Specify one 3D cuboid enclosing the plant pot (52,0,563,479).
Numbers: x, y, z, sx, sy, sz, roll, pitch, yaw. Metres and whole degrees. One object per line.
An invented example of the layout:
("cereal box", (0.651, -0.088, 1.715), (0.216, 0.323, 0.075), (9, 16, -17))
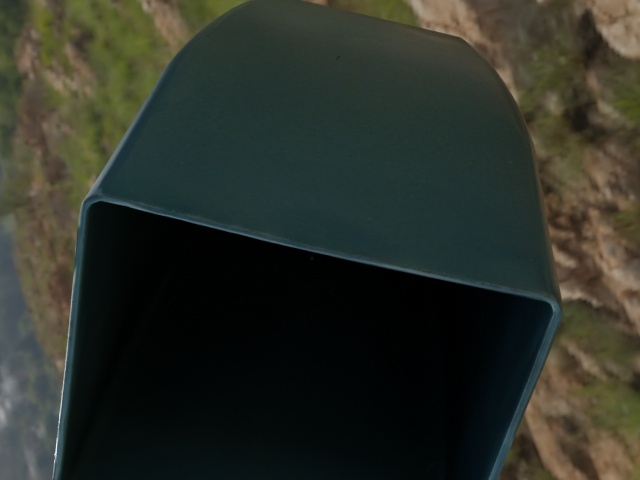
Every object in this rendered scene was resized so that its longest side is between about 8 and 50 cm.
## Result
("plant pot", (0.000, 0.000, 0.583), (0.234, 0.165, 0.166), (-78, 2, -54))
